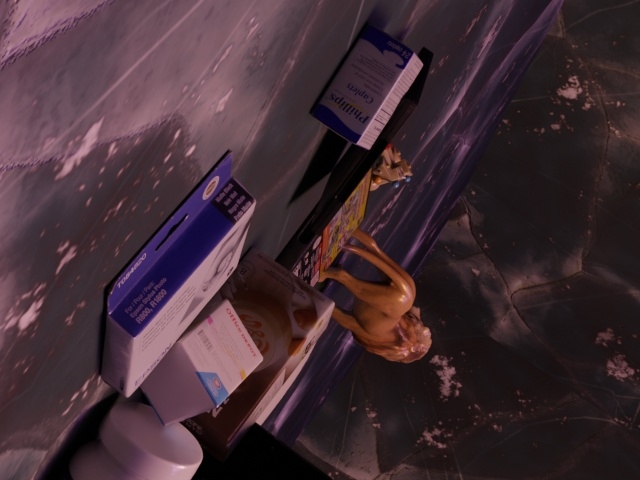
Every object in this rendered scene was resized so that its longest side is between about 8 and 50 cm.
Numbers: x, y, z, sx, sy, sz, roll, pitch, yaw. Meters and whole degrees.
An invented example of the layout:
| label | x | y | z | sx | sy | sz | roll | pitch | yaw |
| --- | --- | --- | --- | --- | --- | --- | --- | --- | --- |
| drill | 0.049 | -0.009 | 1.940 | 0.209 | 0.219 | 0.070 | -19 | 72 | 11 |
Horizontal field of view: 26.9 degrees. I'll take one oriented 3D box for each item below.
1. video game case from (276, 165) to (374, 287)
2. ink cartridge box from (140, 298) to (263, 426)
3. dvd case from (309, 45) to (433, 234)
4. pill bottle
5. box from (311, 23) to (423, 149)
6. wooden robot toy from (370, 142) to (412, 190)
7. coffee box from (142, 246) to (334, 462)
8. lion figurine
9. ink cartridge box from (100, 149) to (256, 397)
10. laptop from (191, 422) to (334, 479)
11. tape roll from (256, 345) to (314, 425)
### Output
| label | x | y | z | sx | sy | sz | roll | pitch | yaw |
| --- | --- | --- | --- | --- | --- | --- | --- | --- | --- |
| video game case | 0.000 | 0.000 | 2.194 | 0.248 | 0.035 | 0.275 | -53 | 170 | -17 |
| ink cartridge box | -0.146 | 0.144 | 1.629 | 0.090 | 0.092 | 0.143 | -25 | -171 | 31 |
| dvd case | 0.072 | -0.140 | 1.878 | 0.253 | 0.022 | 0.180 | -53 | -172 | 31 |
| pill bottle | -0.258 | 0.336 | 1.617 | 0.264 | 0.153 | 0.153 | -59 | 171 | 14 |
| box | 0.061 | -0.192 | 1.699 | 0.137 | 0.072 | 0.126 | -58 | 172 | 5 |
| wooden robot toy | 0.098 | -0.119 | 2.274 | 0.079 | 0.076 | 0.173 | -22 | -178 | 17 |
| coffee box | -0.109 | 0.152 | 1.796 | 0.246 | 0.141 | 0.098 | -53 | 171 | -26 |
| lion figurine | 0.113 | 0.118 | 2.554 | 0.142 | 0.240 | 0.392 | -54 | 170 | -13 |
| ink cartridge box | -0.154 | 0.041 | 1.462 | 0.223 | 0.045 | 0.224 | -51 | 170 | -28 |
| laptop | -0.127 | 0.445 | 1.895 | 0.236 | 0.408 | 0.382 | 31 | 88 | -45 |
| tape roll | -0.148 | 0.263 | 2.109 | 0.392 | 0.072 | 0.392 | -48 | 169 | -13 |
